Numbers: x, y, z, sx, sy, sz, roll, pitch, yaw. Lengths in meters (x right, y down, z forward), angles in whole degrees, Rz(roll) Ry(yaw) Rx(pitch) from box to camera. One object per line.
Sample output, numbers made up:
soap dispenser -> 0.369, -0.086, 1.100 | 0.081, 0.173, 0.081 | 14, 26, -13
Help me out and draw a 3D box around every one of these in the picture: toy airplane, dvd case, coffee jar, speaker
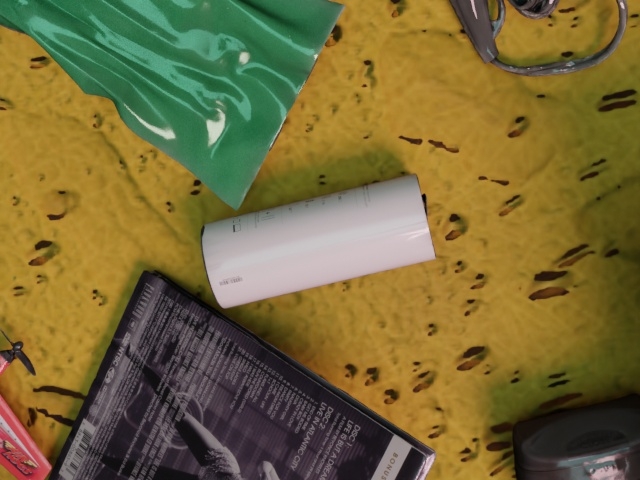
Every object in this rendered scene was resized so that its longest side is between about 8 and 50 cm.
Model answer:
toy airplane -> -0.244, 0.117, 0.646 | 0.151, 0.028, 0.151 | 1, 96, 5
dvd case -> -0.059, 0.139, 0.593 | 0.221, 0.018, 0.164 | 30, 98, 29
coffee jar -> 0.178, 0.189, 0.599 | 0.096, 0.079, 0.184 | -15, 95, 5
speaker -> 0.000, 0.000, 0.602 | 0.136, 0.055, 0.055 | -14, 95, 5

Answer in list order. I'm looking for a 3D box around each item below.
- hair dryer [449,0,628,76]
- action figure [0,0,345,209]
hair dryer -> 0.059, -0.232, 0.558 | 0.294, 0.080, 0.223 | 18, 97, 2
action figure -> -0.118, -0.134, 0.591 | 0.232, 0.063, 0.137 | 29, 100, -4
